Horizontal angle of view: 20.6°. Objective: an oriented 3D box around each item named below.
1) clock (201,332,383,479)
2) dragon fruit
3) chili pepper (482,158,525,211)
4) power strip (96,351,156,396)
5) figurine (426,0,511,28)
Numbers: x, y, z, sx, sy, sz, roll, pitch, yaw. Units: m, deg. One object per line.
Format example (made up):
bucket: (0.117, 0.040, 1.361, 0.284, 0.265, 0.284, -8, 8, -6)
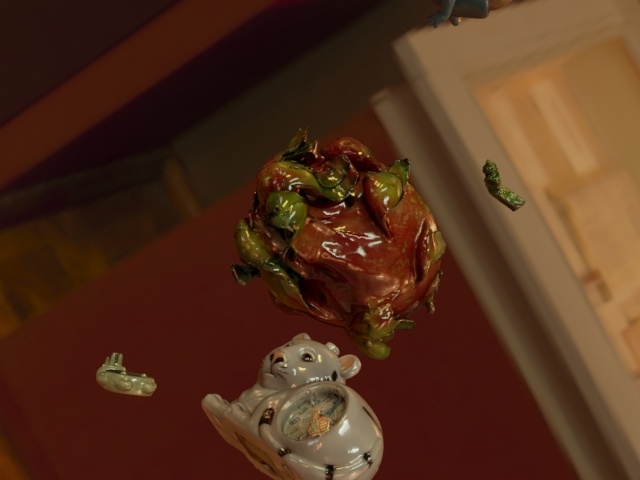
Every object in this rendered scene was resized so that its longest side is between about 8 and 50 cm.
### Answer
clock: (-0.004, 0.139, 1.424, 0.176, 0.117, 0.080, 28, -25, 51)
dragon fruit: (0.000, 0.000, 1.107, 0.175, 0.138, 0.142, 6, 56, -56)
chili pepper: (0.201, -0.061, 1.983, 0.083, 0.027, 0.022, 48, 53, -38)
power strip: (-0.177, 0.121, 1.591, 0.055, 0.083, 0.035, 10, 89, -26)
figurine: (0.179, -0.316, 2.019, 0.178, 0.144, 0.114, 30, 52, -65)
